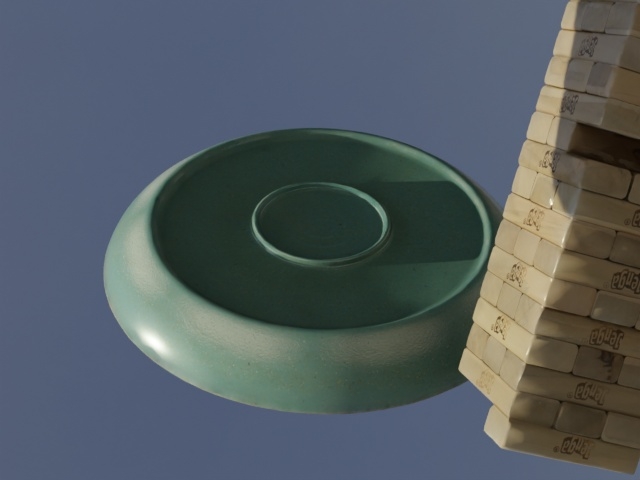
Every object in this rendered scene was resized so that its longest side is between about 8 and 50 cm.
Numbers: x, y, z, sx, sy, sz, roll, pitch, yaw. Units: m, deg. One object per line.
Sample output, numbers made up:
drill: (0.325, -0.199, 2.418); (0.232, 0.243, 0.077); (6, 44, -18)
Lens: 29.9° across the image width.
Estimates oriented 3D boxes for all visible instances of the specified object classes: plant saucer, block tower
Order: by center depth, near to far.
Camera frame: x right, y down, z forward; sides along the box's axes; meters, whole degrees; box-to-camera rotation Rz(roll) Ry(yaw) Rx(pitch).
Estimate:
block tower: (0.174, -0.043, 0.689); (0.091, 0.097, 0.335); (13, -82, -15)
plant saucer: (0.000, 0.000, 0.879); (0.317, 0.317, 0.044); (-38, -38, -41)
